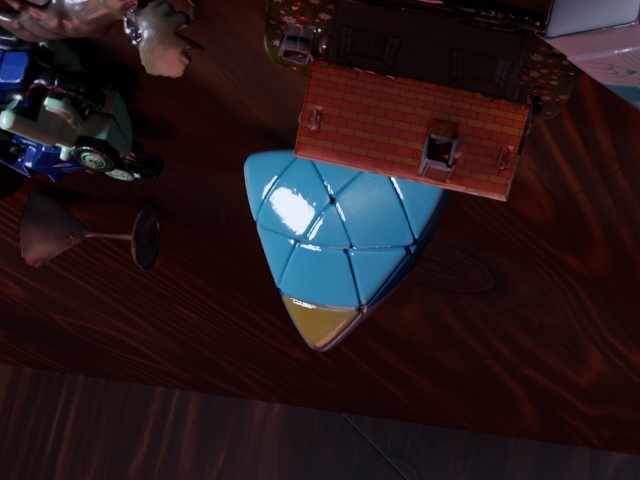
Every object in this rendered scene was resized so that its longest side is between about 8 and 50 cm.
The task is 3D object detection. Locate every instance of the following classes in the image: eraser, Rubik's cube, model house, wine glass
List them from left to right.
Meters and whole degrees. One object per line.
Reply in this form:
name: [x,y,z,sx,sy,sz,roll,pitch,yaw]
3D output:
wine glass: [-0.330,-0.011,1.918,0.183,0.122,0.122,4,162,18]
Rubik's cube: [0.000,0.000,1.515,0.254,0.254,0.254,12,163,4]
model house: [0.078,-0.115,1.192,0.294,0.154,0.207,12,162,-1]
eraser: [0.292,-0.144,1.107,0.225,0.052,0.095,25,162,-39]

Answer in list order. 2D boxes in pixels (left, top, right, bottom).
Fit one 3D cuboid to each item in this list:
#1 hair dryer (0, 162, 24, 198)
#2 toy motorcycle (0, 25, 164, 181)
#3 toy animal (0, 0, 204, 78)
hair dryer: [-0.527,-0.129,1.787,0.255,0.070,0.128,16,165,15]
toy motorcycle: [-0.297,-0.134,1.480,0.196,0.125,0.331,8,167,11]
toy animal: [-0.215,-0.217,1.216,0.186,0.093,0.214,31,164,-35]
